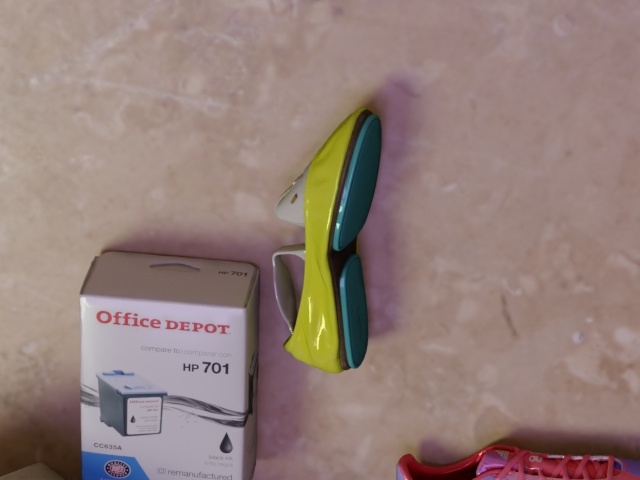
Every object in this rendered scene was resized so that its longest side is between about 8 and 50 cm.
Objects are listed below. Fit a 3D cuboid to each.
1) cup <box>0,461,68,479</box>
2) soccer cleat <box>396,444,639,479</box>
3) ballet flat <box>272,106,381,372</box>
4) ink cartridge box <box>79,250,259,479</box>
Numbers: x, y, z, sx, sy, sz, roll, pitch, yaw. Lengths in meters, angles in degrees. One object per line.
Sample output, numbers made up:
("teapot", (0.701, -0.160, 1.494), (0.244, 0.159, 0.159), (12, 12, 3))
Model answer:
("cup", (-0.266, 0.322, 1.567), (0.331, 0.331, 0.237), (-21, 87, 16))
("soccer cleat", (0.183, 0.206, 1.562), (0.248, 0.083, 0.095), (-11, 108, 15))
("ballet flat", (0.000, 0.000, 1.494), (0.077, 0.077, 0.231), (13, 119, 20))
("ink cartridge box", (-0.124, 0.116, 1.555), (0.139, 0.082, 0.191), (4, 117, 5))
